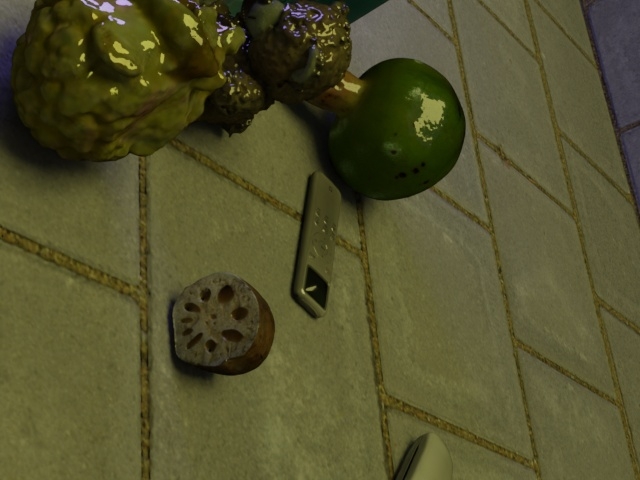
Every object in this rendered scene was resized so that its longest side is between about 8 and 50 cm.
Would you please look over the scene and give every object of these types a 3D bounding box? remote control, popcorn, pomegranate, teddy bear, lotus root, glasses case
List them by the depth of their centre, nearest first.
[{"bbox_3d":[-0.226,-0.204,1.230,0.212,0.259,0.259,47,27,13],"label":"popcorn"},{"bbox_3d":[-0.108,0.102,1.314,0.081,0.112,0.122,38,38,-51],"label":"lotus root"},{"bbox_3d":[-0.078,-0.241,1.481,0.156,0.256,0.267,52,32,-31],"label":"teddy bear"},{"bbox_3d":[0.148,0.354,1.604,0.076,0.049,0.197,58,30,-13],"label":"glasses case"},{"bbox_3d":[0.000,0.000,1.648,0.067,0.029,0.261,45,36,-32],"label":"remote control"},{"bbox_3d":[0.089,-0.202,1.772,0.302,0.236,0.236,37,39,-22],"label":"pomegranate"}]

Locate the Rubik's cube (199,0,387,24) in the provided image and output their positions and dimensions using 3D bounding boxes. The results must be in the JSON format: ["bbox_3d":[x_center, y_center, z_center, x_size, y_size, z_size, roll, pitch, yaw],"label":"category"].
[{"bbox_3d":[-0.028,-0.521,1.695,0.316,0.322,0.318,-1,68,-60],"label":"Rubik's cube"}]
